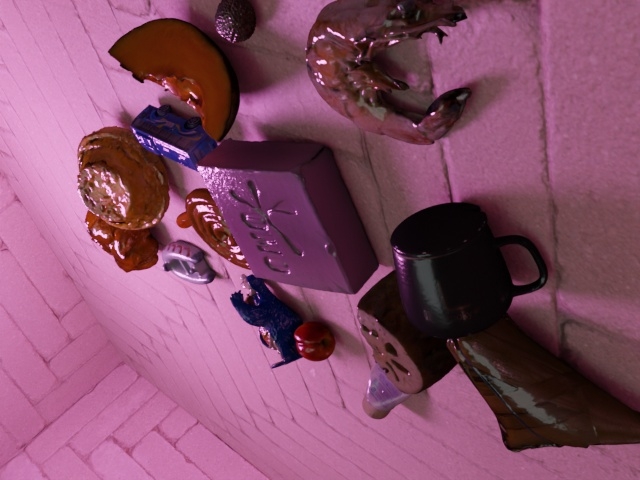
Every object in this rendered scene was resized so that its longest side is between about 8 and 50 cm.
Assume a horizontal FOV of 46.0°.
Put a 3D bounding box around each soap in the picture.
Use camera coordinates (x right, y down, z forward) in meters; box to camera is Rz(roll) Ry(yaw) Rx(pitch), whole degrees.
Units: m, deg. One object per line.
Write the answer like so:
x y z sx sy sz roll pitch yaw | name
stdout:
-0.059 -0.048 1.440 0.285 0.107 0.296 6 133 42 | soap

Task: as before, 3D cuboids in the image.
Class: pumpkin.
-0.220 -0.300 1.384 0.312 0.148 0.169 42 -166 21 | pumpkin

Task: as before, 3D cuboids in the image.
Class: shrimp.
0.099 -0.230 1.016 0.247 0.085 0.360 44 159 -13 | shrimp

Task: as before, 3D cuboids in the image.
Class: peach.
-0.016 0.244 1.816 0.101 0.101 0.100 36 152 23 | peach

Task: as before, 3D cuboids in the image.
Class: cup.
0.219 0.037 1.128 0.223 0.169 0.176 -12 115 21 | cup

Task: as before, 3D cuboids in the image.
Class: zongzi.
0.365 0.212 1.178 0.289 0.123 0.260 -18 109 51 | zongzi

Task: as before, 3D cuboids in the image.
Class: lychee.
-0.136 -0.355 1.209 0.067 0.068 0.083 6 148 -8 | lychee

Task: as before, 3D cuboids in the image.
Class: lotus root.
0.171 0.183 1.415 0.138 0.119 0.234 8 132 53 | lotus root

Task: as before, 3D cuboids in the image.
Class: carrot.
-0.314 -0.068 1.902 0.043 0.043 0.248 53 152 -9 | carrot

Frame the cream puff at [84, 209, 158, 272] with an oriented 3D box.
-0.596 -0.020 2.284 0.269 0.155 0.241 45 160 -9 | cream puff

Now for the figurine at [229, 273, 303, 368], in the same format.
-0.118 0.192 1.890 0.262 0.121 0.164 59 -171 -4 | figurine

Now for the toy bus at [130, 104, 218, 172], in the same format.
-0.314 -0.224 1.623 0.237 0.094 0.079 25 146 38 | toy bus

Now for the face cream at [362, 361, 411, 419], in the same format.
0.159 0.327 1.718 0.114 0.070 0.224 39 140 17 | face cream

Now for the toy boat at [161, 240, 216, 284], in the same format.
-0.390 0.071 2.170 0.208 0.079 0.134 15 142 46 | toy boat

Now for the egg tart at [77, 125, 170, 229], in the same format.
-0.519 -0.142 1.918 0.294 0.123 0.294 12 125 18 | egg tart

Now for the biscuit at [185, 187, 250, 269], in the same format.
-0.217 -0.019 1.783 0.262 0.037 0.262 27 148 19 | biscuit
